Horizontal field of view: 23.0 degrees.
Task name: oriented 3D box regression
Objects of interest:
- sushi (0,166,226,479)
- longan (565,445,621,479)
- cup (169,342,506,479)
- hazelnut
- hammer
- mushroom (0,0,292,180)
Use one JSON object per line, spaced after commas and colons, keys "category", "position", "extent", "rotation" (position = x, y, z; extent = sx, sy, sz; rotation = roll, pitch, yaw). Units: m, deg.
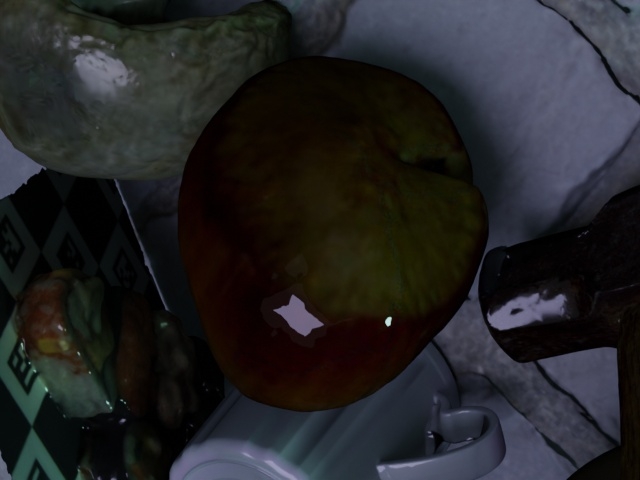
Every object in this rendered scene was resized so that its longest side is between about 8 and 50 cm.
{"category": "sushi", "position": [-0.138, 0.105, 1.191], "extent": [0.069, 0.320, 0.339], "rotation": [-14, 106, 19]}
{"category": "longan", "position": [0.256, 0.252, 1.065], "extent": [0.258, 0.258, 0.258], "rotation": [14, 121, 24]}
{"category": "cup", "position": [0.009, 0.150, 1.182], "extent": [0.167, 0.202, 0.221], "rotation": [50, 129, -5]}
{"category": "hazelnut", "position": [0.000, 0.000, 1.073], "extent": [0.217, 0.251, 0.217], "rotation": [5, 142, 4]}
{"category": "hammer", "position": [0.208, 0.137, 0.951], "extent": [0.242, 0.409, 0.095], "rotation": [-18, 135, 32]}
{"category": "mushroom", "position": [-0.173, -0.130, 1.165], "extent": [0.267, 0.164, 0.189], "rotation": [32, 126, 12]}
